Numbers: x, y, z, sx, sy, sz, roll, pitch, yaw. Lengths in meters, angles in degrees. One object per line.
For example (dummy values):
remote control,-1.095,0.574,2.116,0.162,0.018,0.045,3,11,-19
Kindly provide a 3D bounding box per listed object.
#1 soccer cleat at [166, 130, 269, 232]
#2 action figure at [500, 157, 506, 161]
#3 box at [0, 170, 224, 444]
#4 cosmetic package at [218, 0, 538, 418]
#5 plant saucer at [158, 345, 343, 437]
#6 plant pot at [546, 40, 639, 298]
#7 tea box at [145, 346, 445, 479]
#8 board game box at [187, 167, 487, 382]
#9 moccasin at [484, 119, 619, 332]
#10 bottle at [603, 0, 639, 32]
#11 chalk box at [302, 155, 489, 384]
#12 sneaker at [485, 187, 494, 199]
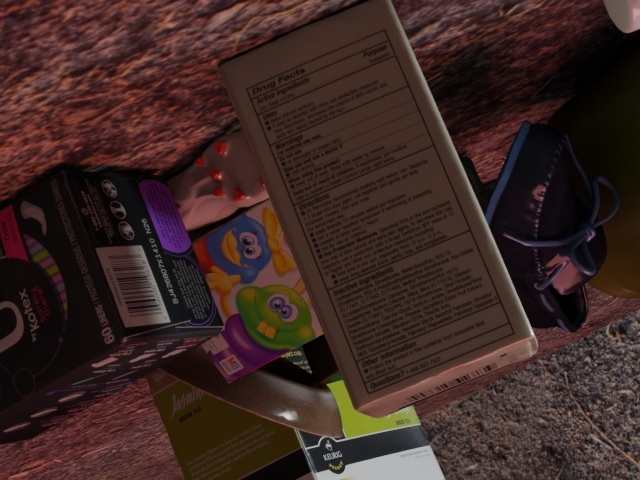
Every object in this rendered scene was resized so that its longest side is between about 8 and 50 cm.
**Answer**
soccer cleat,-0.088,-0.053,1.357,0.196,0.068,0.076,-24,173,39
action figure,0.331,-0.114,1.749,0.280,0.139,0.091,-40,173,-28
box,-0.250,0.067,1.338,0.270,0.165,0.143,-30,165,30
cosmetic package,0.049,-0.023,1.184,0.153,0.296,0.129,-22,168,5
plant saucer,-0.106,0.149,1.777,0.050,0.310,0.310,-65,160,2
plant pot,0.415,-0.082,1.506,0.366,0.366,0.353,-13,175,-34
tea box,-0.030,0.283,2.176,0.220,0.324,0.329,-30,163,29
board game box,0.000,0.000,1.430,0.275,0.142,0.144,-29,-170,29
moccasin,0.231,-0.010,1.452,0.138,0.117,0.342,-62,163,-15
bottle,0.369,-0.248,1.214,0.282,0.092,0.118,-20,138,-5
chalk box,0.100,0.024,1.692,0.179,0.180,0.289,-13,165,-33
sneaker,0.152,0.010,1.929,0.319,0.112,0.131,-21,-176,7
